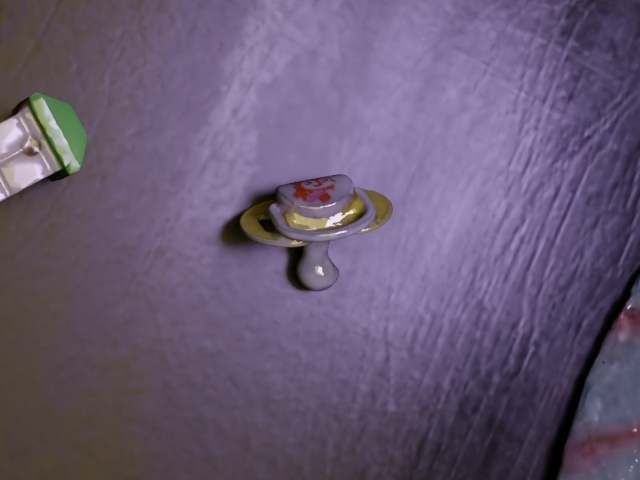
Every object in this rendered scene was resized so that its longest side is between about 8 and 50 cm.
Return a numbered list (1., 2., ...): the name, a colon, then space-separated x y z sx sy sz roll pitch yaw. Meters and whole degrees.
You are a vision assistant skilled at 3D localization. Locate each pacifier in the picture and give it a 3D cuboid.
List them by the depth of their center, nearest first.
1. pacifier: 0.000 0.000 0.856 0.083 0.068 0.064 -12 119 -15

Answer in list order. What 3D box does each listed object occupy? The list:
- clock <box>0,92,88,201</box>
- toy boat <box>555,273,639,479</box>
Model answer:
1. clock: -0.267 -0.076 0.769 0.255 0.106 0.220 -30 98 -17
2. toy boat: 0.213 0.128 0.902 0.206 0.096 0.282 -8 82 0
